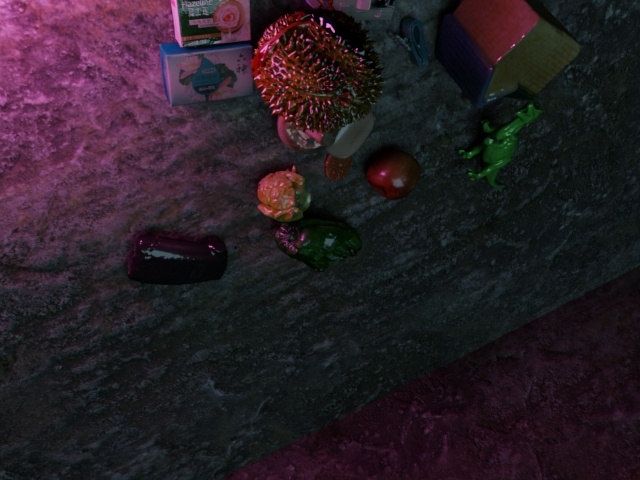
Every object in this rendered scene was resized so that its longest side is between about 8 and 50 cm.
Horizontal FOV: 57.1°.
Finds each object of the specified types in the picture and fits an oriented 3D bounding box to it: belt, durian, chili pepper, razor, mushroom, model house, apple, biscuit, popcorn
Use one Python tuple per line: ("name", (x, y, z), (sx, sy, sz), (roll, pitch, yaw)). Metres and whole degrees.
("belt", (0.294, -0.624, 1.892), (0.100, 0.065, 0.179), (-42, 136, -5))
("durian", (-0.014, -0.472, 1.617), (0.348, 0.384, 0.347), (-20, 141, -17))
("chili pepper", (-0.007, -0.005, 2.198), (0.213, 0.167, 0.385), (-39, 151, 27))
("razor", (-0.485, 0.070, 2.021), (0.327, 0.107, 0.189), (3, 127, -32))
("mushroom", (-0.023, -0.354, 1.832), (0.208, 0.215, 0.207), (-15, 128, -20))
("model house", (0.582, -0.618, 1.908), (0.382, 0.334, 0.342), (7, 136, -43))
("apple", (0.265, -0.240, 2.136), (0.181, 0.181, 0.168), (36, 83, -44))
("biscuit", (0.064, -0.271, 2.098), (0.102, 0.019, 0.130), (-13, 133, -20))
("popcorn", (-0.121, -0.153, 2.002), (0.187, 0.167, 0.185), (-35, 122, -51))

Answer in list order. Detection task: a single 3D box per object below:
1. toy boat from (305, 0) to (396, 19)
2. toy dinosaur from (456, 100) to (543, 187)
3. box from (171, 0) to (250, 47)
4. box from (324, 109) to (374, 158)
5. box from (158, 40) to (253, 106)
("toy boat", (0.087, -0.697, 1.686), (0.296, 0.088, 0.129), (-10, 132, -23))
("toy dinosaur", (0.744, -0.367, 2.289), (0.375, 0.143, 0.500), (-35, 153, 30))
("box", (-0.289, -0.600, 1.565), (0.199, 0.081, 0.135), (-15, 134, -20))
("box", (0.091, -0.369, 1.977), (0.146, 0.088, 0.200), (18, 118, -40))
("box", (-0.315, -0.477, 1.647), (0.245, 0.092, 0.153), (-13, 133, -19))
